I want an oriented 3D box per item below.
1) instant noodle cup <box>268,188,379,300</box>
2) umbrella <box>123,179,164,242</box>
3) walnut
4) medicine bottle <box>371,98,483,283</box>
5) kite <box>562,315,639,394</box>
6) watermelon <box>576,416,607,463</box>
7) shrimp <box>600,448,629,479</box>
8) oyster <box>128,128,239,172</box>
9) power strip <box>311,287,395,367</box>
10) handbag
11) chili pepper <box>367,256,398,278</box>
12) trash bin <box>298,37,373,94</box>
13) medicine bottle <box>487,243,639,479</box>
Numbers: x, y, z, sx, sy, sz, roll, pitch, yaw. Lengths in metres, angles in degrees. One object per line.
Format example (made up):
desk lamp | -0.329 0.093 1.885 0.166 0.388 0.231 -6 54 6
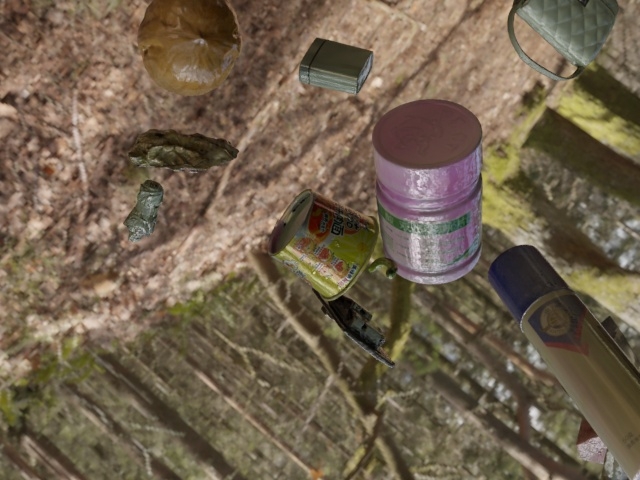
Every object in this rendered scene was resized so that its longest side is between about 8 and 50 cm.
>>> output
instant noodle cup | 0.000 0.000 2.078 0.264 0.200 0.264 -47 -158 27
umbrella | -0.366 -0.057 1.648 0.067 0.062 0.143 8 120 -39
walnut | -0.230 -0.355 1.407 0.195 0.195 0.222 -51 -162 -4
medicine bottle | 0.216 -0.089 1.568 0.212 0.212 0.325 -45 145 -28
kite | 0.534 0.293 1.388 0.015 0.310 0.169 12 126 -31
watermelon | 0.515 0.369 1.494 0.072 0.092 0.084 17 121 -38
shrimp | 0.386 0.374 1.045 0.185 0.068 0.287 7 97 -66
oyster | -0.249 -0.173 1.458 0.209 0.133 0.072 -4 115 -15
power strip | 0.110 0.244 2.385 0.257 0.251 0.092 38 90 -35
handbag | 0.474 -0.435 1.571 0.256 0.079 0.219 28 84 -33
chili pepper | 0.083 0.035 1.034 0.030 0.017 0.083 -29 -167 -5
trash bin | 0.033 -0.369 1.676 0.059 0.130 0.116 89 22 -51
medicine bottle | 0.221 0.096 0.670 0.059 0.231 0.059 -14 134 -15
